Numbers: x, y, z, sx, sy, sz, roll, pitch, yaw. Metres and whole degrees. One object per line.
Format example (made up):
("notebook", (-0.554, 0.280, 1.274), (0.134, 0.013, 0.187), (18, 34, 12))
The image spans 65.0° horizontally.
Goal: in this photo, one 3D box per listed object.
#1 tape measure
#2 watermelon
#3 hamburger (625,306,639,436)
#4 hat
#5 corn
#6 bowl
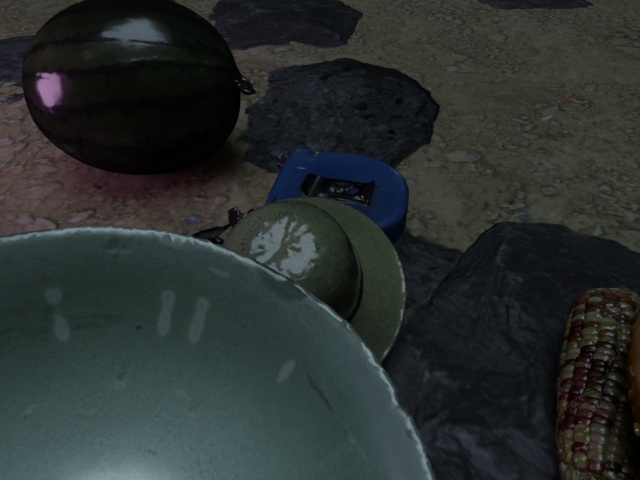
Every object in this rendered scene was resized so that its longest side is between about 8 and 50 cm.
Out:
("tape measure", (0.000, 0.000, 0.668), (0.215, 0.098, 0.352), (7, 44, 11))
("watermelon", (-0.285, -0.247, 0.818), (0.358, 0.279, 0.279), (-6, 41, -3))
("hamburger", (0.376, 0.150, 0.386), (0.299, 0.176, 0.301), (15, 51, -19))
("hat", (-0.031, 0.034, 0.530), (0.256, 0.130, 0.258), (-2, 63, 4))
("corn", (0.280, 0.149, 0.496), (0.086, 0.086, 0.253), (16, 46, 18))
("bowl", (-0.153, 0.210, 0.323), (0.433, 0.196, 0.435), (6, 47, -7))
